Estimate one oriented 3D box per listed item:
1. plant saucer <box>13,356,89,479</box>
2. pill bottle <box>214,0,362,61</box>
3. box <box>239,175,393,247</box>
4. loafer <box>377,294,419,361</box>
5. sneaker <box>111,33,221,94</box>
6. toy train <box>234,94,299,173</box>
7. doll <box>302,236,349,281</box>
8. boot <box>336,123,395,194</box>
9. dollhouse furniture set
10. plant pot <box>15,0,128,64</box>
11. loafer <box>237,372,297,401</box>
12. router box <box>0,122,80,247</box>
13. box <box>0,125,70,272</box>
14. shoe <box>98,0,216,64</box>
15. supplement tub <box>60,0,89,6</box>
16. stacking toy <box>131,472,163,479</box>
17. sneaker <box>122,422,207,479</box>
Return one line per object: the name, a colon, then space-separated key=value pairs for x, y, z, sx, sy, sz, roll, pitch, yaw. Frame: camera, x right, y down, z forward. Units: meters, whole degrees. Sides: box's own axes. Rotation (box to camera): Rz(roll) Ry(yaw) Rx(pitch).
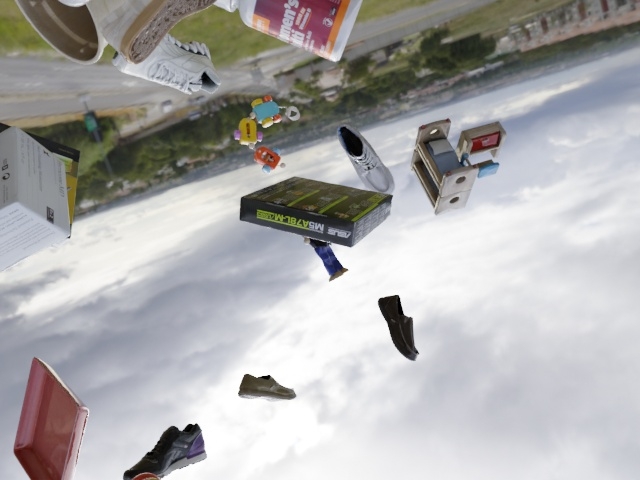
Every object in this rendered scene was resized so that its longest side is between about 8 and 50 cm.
plant saucer: x=-0.619 y=0.438 z=1.275 sx=0.258 sy=0.259 sz=0.047 roll=22 pitch=-171 yaw=40
pill bottle: x=-0.052 y=-0.377 z=0.863 sx=0.221 sy=0.121 sz=0.121 roll=21 pitch=-171 yaw=-4
box: x=-0.001 y=-0.051 z=0.858 sx=0.184 sy=0.045 sz=0.190 roll=15 pitch=-159 yaw=19
loafer: x=0.247 y=0.257 z=1.668 sx=0.078 sy=0.220 sz=0.080 roll=-32 pitch=158 yaw=19
sneaker: x=-0.340 y=-0.400 z=1.272 sx=0.110 sy=0.118 sz=0.292 roll=-36 pitch=171 yaw=33
toy train: x=-0.115 y=-0.222 z=1.168 sx=0.046 sy=0.125 sz=0.167 roll=-36 pitch=-150 yaw=64
doll: x=0.000 y=0.000 z=1.281 sx=0.046 sy=0.189 sz=0.129 roll=-29 pitch=179 yaw=25
boot: x=0.130 y=-0.239 z=1.671 sx=0.095 sy=0.258 sz=0.123 roll=-38 pitch=175 yaw=13
dollhouse furniture set: x=0.290 y=-0.157 z=1.066 sx=0.183 sy=0.130 sz=0.129 roll=-16 pitch=150 yaw=-9
plant pot: x=-0.638 y=-0.724 z=1.547 sx=0.333 sy=0.334 sz=0.306 roll=-7 pitch=-142 yaw=49
loafer: x=-0.104 y=0.299 z=1.122 sx=0.056 sy=0.050 sz=0.148 roll=-17 pitch=153 yaw=36
router box: x=-0.721 y=-0.138 z=1.252 sx=0.081 sy=0.243 sz=0.308 roll=-23 pitch=152 yaw=38
box: x=-0.546 y=-0.064 z=0.945 sx=0.181 sy=0.181 sz=0.119 roll=-27 pitch=148 yaw=7
shoe: x=-0.193 y=-0.321 z=0.713 sx=0.219 sy=0.058 sz=0.077 roll=-50 pitch=167 yaw=-16
supplement tub: x=-0.318 y=-0.461 z=0.617 sx=0.228 sy=0.316 sz=0.228 roll=-25 pitch=-142 yaw=21
stacking toy: x=-0.356 y=0.564 z=1.184 sx=0.141 sy=0.141 sz=0.330 roll=-23 pitch=-179 yaw=-27
sneaker: x=-0.461 y=0.615 z=1.618 sx=0.107 sy=0.124 sz=0.283 roll=-12 pitch=173 yaw=32
